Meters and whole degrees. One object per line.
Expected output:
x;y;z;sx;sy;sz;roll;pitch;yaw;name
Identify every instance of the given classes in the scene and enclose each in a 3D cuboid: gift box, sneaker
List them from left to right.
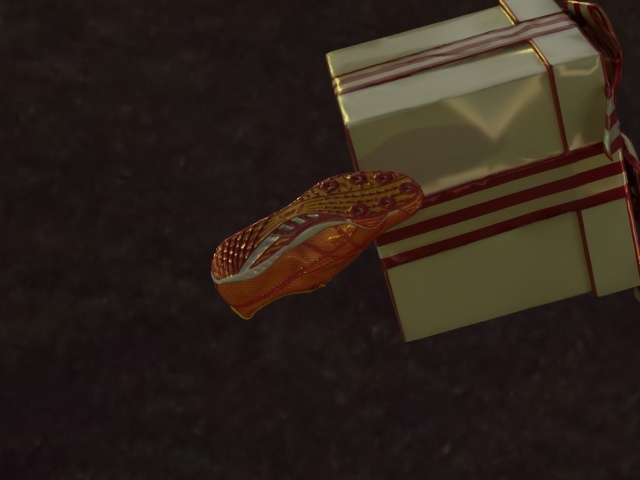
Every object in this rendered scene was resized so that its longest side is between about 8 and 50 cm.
0.000;0.000;1.146;0.175;0.067;0.064;-25;44;2;sneaker
0.165;-0.060;1.346;0.258;0.255;0.276;-16;29;1;gift box
